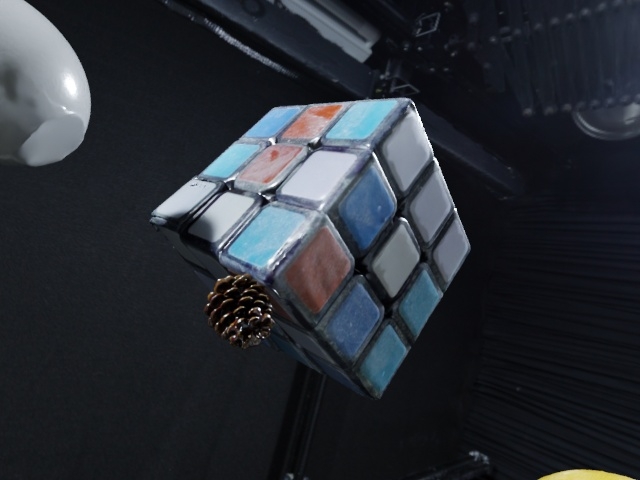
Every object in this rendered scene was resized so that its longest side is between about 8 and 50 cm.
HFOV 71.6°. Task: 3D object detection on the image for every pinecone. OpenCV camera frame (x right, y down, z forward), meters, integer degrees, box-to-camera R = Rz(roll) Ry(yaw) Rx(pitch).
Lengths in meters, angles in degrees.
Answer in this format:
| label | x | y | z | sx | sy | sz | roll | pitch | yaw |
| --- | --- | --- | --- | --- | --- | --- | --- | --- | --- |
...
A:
| label | x | y | z | sx | sy | sz | roll | pitch | yaw |
| --- | --- | --- | --- | --- | --- | --- | --- | --- | --- |
| pinecone | -0.090 | 0.081 | 0.496 | 0.077 | 0.083 | 0.077 | -9 | -60 | -16 |

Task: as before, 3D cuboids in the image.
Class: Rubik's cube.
| label | x | y | z | sx | sy | sz | roll | pitch | yaw |
| --- | --- | --- | --- | --- | --- | --- | --- | --- | --- |
| Rubik's cube | 0.000 | 0.000 | 0.771 | 0.363 | 0.359 | 0.362 | -48 | -53 | -22 |

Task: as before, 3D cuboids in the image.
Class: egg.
| label | x | y | z | sx | sy | sz | roll | pitch | yaw |
| --- | --- | --- | --- | --- | --- | --- | --- | --- | --- |
| egg | -0.373 | -0.191 | 0.495 | 0.232 | 0.176 | 0.176 | 42 | -114 | 4 |

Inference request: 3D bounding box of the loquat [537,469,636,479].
| label | x | y | z | sx | sy | sz | roll | pitch | yaw |
| --- | --- | --- | --- | --- | --- | --- | --- | --- | --- |
| loquat | 0.348 | 0.471 | 0.531 | 0.360 | 0.329 | 0.327 | -1 | -84 | -53 |
